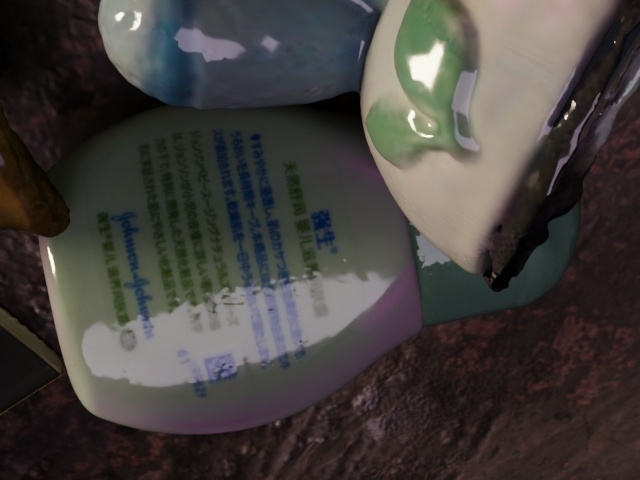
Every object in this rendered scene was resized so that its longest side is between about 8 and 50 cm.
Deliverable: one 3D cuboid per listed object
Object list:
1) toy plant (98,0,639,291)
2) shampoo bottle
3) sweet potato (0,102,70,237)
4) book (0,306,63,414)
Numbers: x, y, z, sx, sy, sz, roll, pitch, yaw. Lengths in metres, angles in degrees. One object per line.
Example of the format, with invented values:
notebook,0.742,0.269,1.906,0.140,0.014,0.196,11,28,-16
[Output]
toy plant,0.016,-0.147,0.660,0.332,0.247,0.247,31,124,11
shampoo bottle,0.000,0.000,0.814,0.349,0.151,0.222,-13,84,-1
sweet potato,-0.321,-0.091,0.707,0.369,0.158,0.158,11,127,7
book,-0.427,0.115,0.955,0.374,0.028,0.262,-32,125,17
